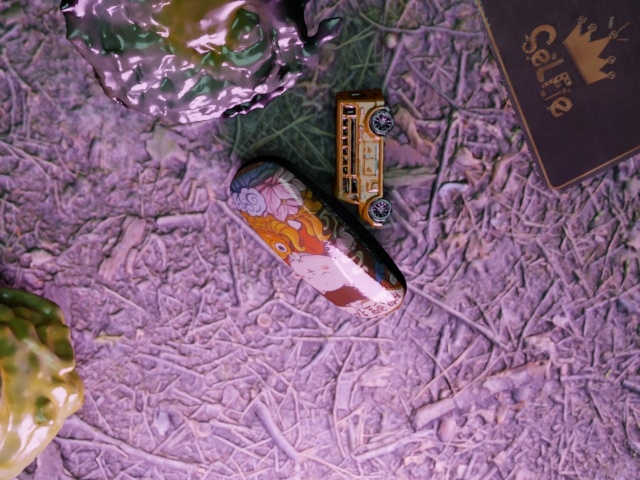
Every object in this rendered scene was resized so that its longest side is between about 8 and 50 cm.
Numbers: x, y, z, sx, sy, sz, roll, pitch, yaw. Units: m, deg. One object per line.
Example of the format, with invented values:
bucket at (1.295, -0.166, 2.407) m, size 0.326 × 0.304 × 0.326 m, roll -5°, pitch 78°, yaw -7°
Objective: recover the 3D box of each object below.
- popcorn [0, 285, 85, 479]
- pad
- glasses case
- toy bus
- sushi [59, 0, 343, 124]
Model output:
popcorn at (-0.490, 0.199, 1.453) m, size 0.312 × 0.312 × 0.312 m, roll -4°, pitch 112°, yaw -9°
pad at (0.362, -0.246, 1.540) m, size 0.314 × 0.063 × 0.375 m, roll -27°, pitch 113°, yaw 1°
glasses case at (0.000, 0.000, 1.539) m, size 0.122 × 0.082 × 0.321 m, roll -23°, pitch 122°, yaw 42°
toy bus at (0.060, -0.118, 1.525) m, size 0.088 × 0.083 × 0.195 m, roll 0°, pitch 109°, yaw 0°
sushi at (-0.157, -0.321, 1.272) m, size 0.281 × 0.294 × 0.299 m, roll -29°, pitch 134°, yaw 16°
